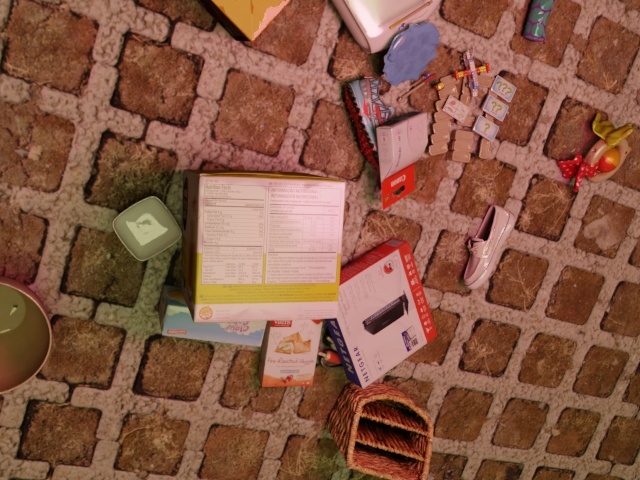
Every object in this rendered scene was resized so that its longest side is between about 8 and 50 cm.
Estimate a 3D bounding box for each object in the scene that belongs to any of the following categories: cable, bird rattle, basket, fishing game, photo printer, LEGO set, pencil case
[{"bbox_3d":[0.110,0.364,1.929,0.287,0.072,0.139,31,92,-24],"label":"cable"},{"bbox_3d":[0.871,-0.251,1.969,0.207,0.143,0.253,19,103,-39],"label":"bird rattle"},{"bbox_3d":[0.205,0.579,1.947,0.299,0.223,0.213,25,98,-22],"label":"basket"},{"bbox_3d":[0.232,-0.490,1.673,0.189,0.041,0.264,-37,148,-7],"label":"fishing game"},{"bbox_3d":[0.147,-0.651,1.610,0.256,0.107,0.307,-37,114,-4],"label":"photo printer"},{"bbox_3d":[0.438,-0.415,1.791,0.244,0.060,0.182,27,85,-20],"label":"LEGO set"},{"bbox_3d":[0.621,-0.637,1.795,0.070,0.064,0.151,16,103,4],"label":"pencil case"}]

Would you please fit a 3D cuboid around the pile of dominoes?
[{"bbox_3d":[0.406,-0.354,1.840,0.196,0.040,0.251,5,96,-19],"label":"pile of dominoes"}]

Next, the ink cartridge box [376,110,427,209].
[{"bbox_3d":[0.230,-0.219,1.743,0.189,0.066,0.232,-32,119,-46],"label":"ink cartridge box"}]

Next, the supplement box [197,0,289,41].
[{"bbox_3d":[-0.202,-0.575,1.470,0.191,0.194,0.129,42,90,-24],"label":"supplement box"}]

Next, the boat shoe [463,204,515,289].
[{"bbox_3d":[0.495,0.018,1.941,0.088,0.096,0.267,27,95,-19],"label":"boat shoe"}]

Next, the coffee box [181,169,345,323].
[{"bbox_3d":[-0.157,-0.003,1.565,0.339,0.338,0.334,0,98,-18],"label":"coffee box"}]

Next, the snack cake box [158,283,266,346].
[{"bbox_3d":[-0.290,0.199,1.704,0.265,0.152,0.089,10,103,-21],"label":"snack cake box"}]

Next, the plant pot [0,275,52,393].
[{"bbox_3d":[-0.785,0.198,1.519,0.284,0.191,0.283,-5,107,-16],"label":"plant pot"}]

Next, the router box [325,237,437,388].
[{"bbox_3d":[0.167,0.210,1.857,0.301,0.082,0.335,-31,114,-24],"label":"router box"}]

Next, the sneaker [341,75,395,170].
[{"bbox_3d":[0.158,-0.315,1.721,0.125,0.104,0.261,-25,113,-12],"label":"sneaker"}]

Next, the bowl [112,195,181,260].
[{"bbox_3d":[-0.446,-0.036,1.634,0.142,0.053,0.142,-33,114,-6],"label":"bowl"}]

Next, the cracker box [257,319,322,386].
[{"bbox_3d":[-0.088,0.307,1.850,0.156,0.067,0.232,3,105,-20],"label":"cracker box"}]
